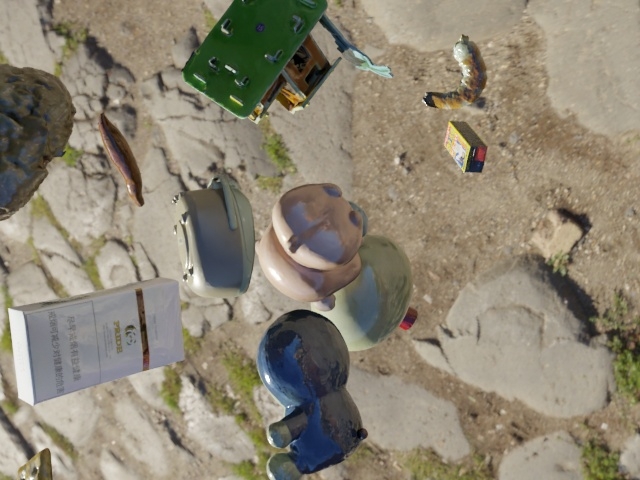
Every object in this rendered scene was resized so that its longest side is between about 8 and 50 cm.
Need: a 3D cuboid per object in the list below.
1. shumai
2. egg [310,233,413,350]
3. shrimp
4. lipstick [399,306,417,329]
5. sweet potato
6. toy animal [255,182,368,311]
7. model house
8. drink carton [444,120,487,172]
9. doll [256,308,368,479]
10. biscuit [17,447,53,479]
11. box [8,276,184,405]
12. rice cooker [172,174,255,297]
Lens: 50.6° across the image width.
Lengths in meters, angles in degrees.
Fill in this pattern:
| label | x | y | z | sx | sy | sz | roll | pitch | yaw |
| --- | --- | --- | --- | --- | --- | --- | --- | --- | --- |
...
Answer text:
| label | x | y | z | sx | sy | sz | roll | pitch | yaw |
| --- | --- | --- | --- | --- | --- | --- | --- | --- | --- |
| shumai | -0.614 | -0.223 | 1.214 | 0.283 | 0.346 | 0.217 | 35 | 136 | -30 |
| egg | 0.091 | 0.113 | 1.495 | 0.219 | 0.269 | 0.219 | 24 | 158 | 10 |
| shrimp | 0.312 | -0.395 | 1.620 | 0.166 | 0.049 | 0.161 | -18 | 97 | 16 |
| lipstick | 0.147 | 0.172 | 1.941 | 0.279 | 0.073 | 0.073 | 27 | 129 | -11 |
| sweet potato | -0.470 | -0.189 | 1.624 | 0.057 | 0.057 | 0.265 | 9 | 134 | 31 |
| toy animal | -0.014 | 0.009 | 1.296 | 0.229 | 0.221 | 0.210 | -45 | 78 | 5 |
| model house | -0.048 | -0.348 | 1.509 | 0.340 | 0.323 | 0.300 | 35 | 90 | 22 |
| drink carton | 0.356 | -0.230 | 1.656 | 0.056 | 0.166 | 0.071 | -2 | 122 | -9 |
| doll | -0.022 | 0.244 | 1.108 | 0.154 | 0.228 | 0.259 | -25 | 80 | 27 |
| biscuit | -0.345 | 0.302 | 0.817 | 0.081 | 0.018 | 0.083 | -37 | 55 | 36 |
| box | -0.202 | 0.088 | 0.632 | 0.040 | 0.154 | 0.084 | 1 | 99 | 45 |
| rice cooker | -0.176 | -0.003 | 1.136 | 0.145 | 0.127 | 0.206 | -30 | 72 | 64 |
